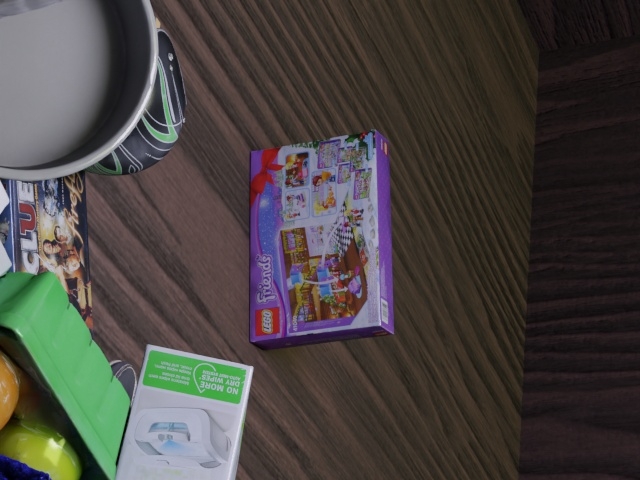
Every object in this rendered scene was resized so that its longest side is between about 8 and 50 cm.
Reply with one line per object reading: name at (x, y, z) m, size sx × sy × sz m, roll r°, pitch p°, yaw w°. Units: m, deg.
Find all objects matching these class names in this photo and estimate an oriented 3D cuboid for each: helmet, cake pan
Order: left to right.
cake pan at (-0.310, -0.201, 1.777) m, size 0.293 × 0.054 × 0.293 m, roll 4°, pitch 80°, yaw -25°
helmet at (-0.229, -0.150, 1.939) m, size 0.169 × 0.169 × 0.161 m, roll -58°, pitch 144°, yaw -59°

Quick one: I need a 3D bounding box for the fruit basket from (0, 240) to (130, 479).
fruit basket at (-0.343, 0.208, 1.678) m, size 0.353 × 0.165 × 0.327 m, roll -56°, pitch 135°, yaw -36°

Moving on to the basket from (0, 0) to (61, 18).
basket at (-0.376, -0.373, 1.528) m, size 0.266 × 0.331 × 0.328 m, roll 20°, pitch 64°, yaw -60°

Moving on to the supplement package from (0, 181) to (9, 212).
supplement package at (-0.408, -0.025, 1.469) m, size 0.194 × 0.203 × 0.149 m, roll -67°, pitch 143°, yaw -52°

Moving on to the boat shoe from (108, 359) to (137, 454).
boat shoe at (-0.235, 0.217, 2.008) m, size 0.206 × 0.065 × 0.075 m, roll -73°, pitch 148°, yaw -47°

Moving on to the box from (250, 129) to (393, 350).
box at (0.000, 0.000, 2.498) m, size 0.057 × 0.201 × 0.293 m, roll 36°, pitch 50°, yaw -61°

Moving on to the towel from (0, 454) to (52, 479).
towel at (-0.294, 0.306, 1.490) m, size 0.076 × 0.228 × 0.308 m, roll -32°, pitch 127°, yaw -50°

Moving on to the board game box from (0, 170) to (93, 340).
board game box at (-0.310, 0.015, 1.922) m, size 0.165 × 0.042 × 0.243 m, roll 18°, pitch 65°, yaw -66°

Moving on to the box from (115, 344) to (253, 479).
box at (-0.156, 0.272, 1.927) m, size 0.262 × 0.127 × 0.231 m, roll 105°, pitch -3°, yaw -68°

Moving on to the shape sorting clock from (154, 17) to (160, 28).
shape sorting clock at (-0.238, -0.243, 2.204) m, size 0.206 × 0.040 × 0.206 m, roll -8°, pitch 90°, yaw -69°
